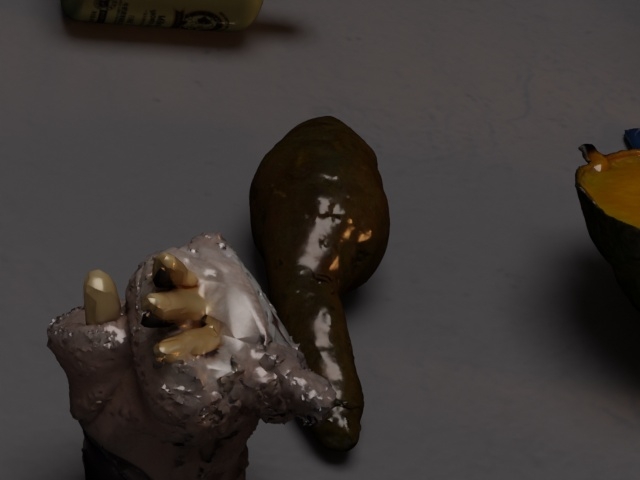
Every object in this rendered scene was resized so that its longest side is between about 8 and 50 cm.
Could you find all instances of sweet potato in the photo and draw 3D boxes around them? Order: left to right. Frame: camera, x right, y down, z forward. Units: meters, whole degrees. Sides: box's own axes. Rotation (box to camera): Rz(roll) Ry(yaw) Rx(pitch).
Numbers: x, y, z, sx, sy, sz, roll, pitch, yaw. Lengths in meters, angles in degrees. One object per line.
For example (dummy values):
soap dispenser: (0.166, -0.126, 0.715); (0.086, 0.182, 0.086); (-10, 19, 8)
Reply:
sweet potato: (-0.001, 0.000, 0.993); (0.074, 0.075, 0.269); (8, 38, -6)

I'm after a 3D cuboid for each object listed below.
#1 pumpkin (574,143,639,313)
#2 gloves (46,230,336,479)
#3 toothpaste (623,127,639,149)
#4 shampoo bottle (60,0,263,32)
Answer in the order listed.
pumpkin: (0.255, 0.010, 1.048); (0.278, 0.111, 0.163); (-6, 25, -24)
gloves: (-0.056, 0.063, 0.824); (0.094, 0.144, 0.110); (-23, 70, -41)
toothpaste: (0.205, -0.050, 1.174); (0.027, 0.019, 0.083); (-8, 32, 1)
shampoo bottle: (-0.080, -0.171, 1.206); (0.162, 0.079, 0.079); (3, 35, -14)
